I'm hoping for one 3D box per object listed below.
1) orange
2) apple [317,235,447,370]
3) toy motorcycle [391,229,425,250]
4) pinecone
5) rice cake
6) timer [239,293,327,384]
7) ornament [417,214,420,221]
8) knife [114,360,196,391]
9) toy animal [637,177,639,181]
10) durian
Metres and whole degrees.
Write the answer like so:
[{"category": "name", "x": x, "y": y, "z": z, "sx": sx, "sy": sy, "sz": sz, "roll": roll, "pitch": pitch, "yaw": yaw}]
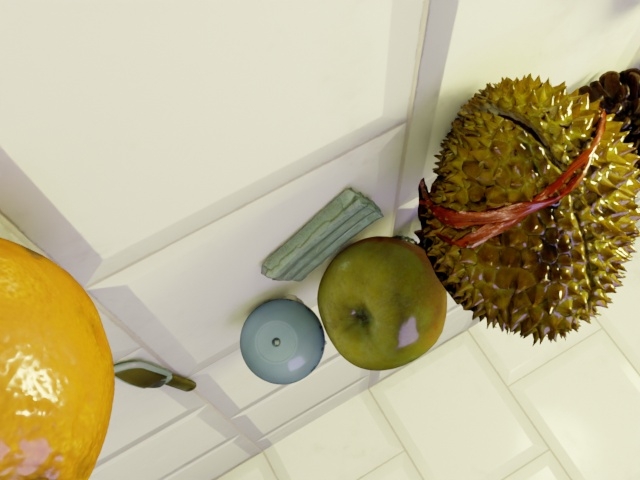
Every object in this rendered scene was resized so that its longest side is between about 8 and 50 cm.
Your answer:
[{"category": "orange", "x": -0.335, "y": 0.142, "z": 0.584, "sx": 0.312, "sy": 0.312, "sz": 0.312, "roll": -28, "pitch": 158, "yaw": -12}, {"category": "apple", "x": 0.108, "y": 0.116, "z": 1.208, "sx": 0.194, "sy": 0.261, "sz": 0.261, "roll": -23, "pitch": 159, "yaw": -51}, {"category": "toy motorcycle", "x": 0.240, "y": 0.029, "z": 1.308, "sx": 0.213, "sy": 0.082, "sz": 0.122, "roll": -1, "pitch": 155, "yaw": 25}, {"category": "pinecone", "x": 0.534, "y": -0.209, "z": 1.169, "sx": 0.208, "sy": 0.207, "sz": 0.207, "roll": -28, "pitch": 158, "yaw": -12}, {"category": "rice cake", "x": 0.000, "y": 0.000, "z": 1.086, "sx": 0.211, "sy": 0.038, "sz": 0.124, "roll": -38, "pitch": 158, "yaw": 16}, {"category": "timer", "x": -0.061, "y": 0.173, "z": 1.277, "sx": 0.175, "sy": 0.175, "sz": 0.255, "roll": -40, "pitch": -175, "yaw": 19}, {"category": "ornament", "x": 0.305, "y": -0.042, "z": 1.336, "sx": 0.230, "sy": 0.061, "sz": 0.245, "roll": -11, "pitch": 154, "yaw": -2}, {"category": "knife", "x": -0.313, "y": 0.266, "z": 1.255, "sx": 0.061, "sy": 0.027, "sz": 0.343, "roll": -27, "pitch": 159, "yaw": -1}, {"category": "toy animal", "x": 0.687, "y": -0.277, "z": 1.278, "sx": 0.258, "sy": 0.194, "sz": 0.357, "roll": 4, "pitch": 128, "yaw": -20}, {"category": "durian", "x": 0.306, "y": -0.052, "z": 0.979, "sx": 0.348, "sy": 0.347, "sz": 0.384, "roll": -23, "pitch": 123, "yaw": -23}]
